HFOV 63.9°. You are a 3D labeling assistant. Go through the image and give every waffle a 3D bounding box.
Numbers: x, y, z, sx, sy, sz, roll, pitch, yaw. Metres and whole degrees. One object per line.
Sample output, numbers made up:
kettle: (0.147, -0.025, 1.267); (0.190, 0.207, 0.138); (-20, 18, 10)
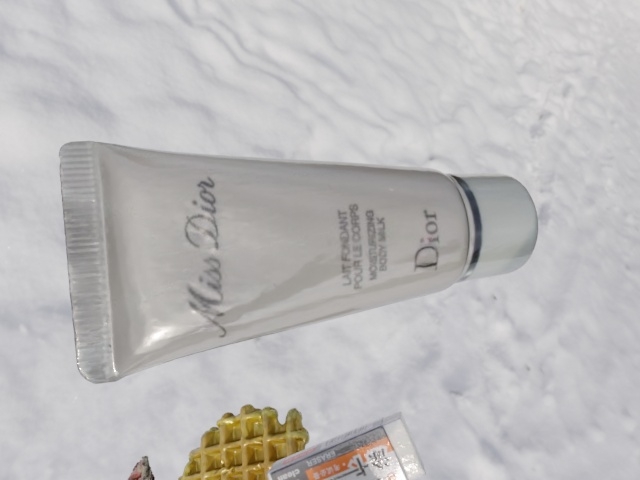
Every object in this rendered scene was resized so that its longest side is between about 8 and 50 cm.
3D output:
waffle: (-0.120, 0.422, 0.858); (0.283, 0.309, 0.065); (32, -2, 31)

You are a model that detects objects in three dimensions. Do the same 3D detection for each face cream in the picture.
face cream: (0.000, 0.000, 0.353); (0.315, 0.089, 0.143); (-6, 94, -19)

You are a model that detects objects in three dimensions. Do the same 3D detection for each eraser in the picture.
eraser: (0.021, 0.190, 0.426); (0.029, 0.122, 0.052); (20, 46, -81)

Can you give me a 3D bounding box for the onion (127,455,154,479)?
onion: (-0.350, 0.573, 0.931); (0.159, 0.348, 0.267); (38, -3, -40)
